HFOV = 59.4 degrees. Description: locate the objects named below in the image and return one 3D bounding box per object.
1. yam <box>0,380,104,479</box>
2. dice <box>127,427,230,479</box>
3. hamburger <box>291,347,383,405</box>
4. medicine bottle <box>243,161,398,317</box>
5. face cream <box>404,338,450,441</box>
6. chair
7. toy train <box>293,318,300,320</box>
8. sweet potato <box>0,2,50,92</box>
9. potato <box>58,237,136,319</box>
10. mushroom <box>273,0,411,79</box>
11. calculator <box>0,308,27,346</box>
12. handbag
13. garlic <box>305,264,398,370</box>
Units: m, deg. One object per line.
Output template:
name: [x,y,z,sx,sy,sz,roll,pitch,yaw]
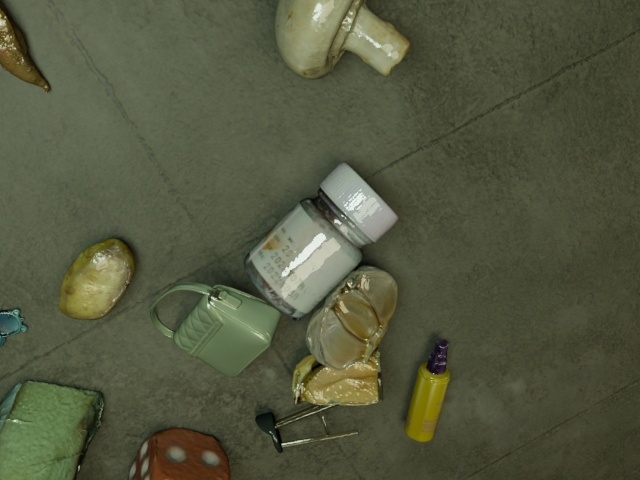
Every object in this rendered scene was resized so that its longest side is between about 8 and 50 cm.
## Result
yam: [-0.537,0.425,1.039,0.202,0.271,0.202,19,110,-18]
dice: [-0.310,0.524,1.211,0.179,0.175,0.174,26,106,-23]
hamburger: [0.032,0.279,1.240,0.207,0.135,0.156,-10,103,3]
medicine bottle: [0.000,0.000,1.052,0.273,0.165,0.165,-46,119,6]
face cream: [0.266,0.360,1.361,0.078,0.078,0.274,0,115,-17]
chair: [-0.031,0.419,1.277,0.221,0.104,0.095,-13,79,-4]
toy train: [-0.043,0.132,1.188,0.017,0.017,0.083,5,113,-20]
sweet potato: [-0.470,-0.303,0.819,0.068,0.060,0.206,-5,135,23]
potato: [-0.401,0.071,1.010,0.107,0.080,0.171,26,101,-25]
mushroom: [0.022,-0.333,0.869,0.206,0.206,0.209,-32,83,0]
calculator: [-0.616,0.159,1.024,0.141,0.019,0.094,-10,118,-14]
handbag: [-0.209,0.156,1.060,0.219,0.079,0.256,30,140,-12]
garlic: [0.049,0.140,1.147,0.229,0.142,0.178,-42,125,-15]
